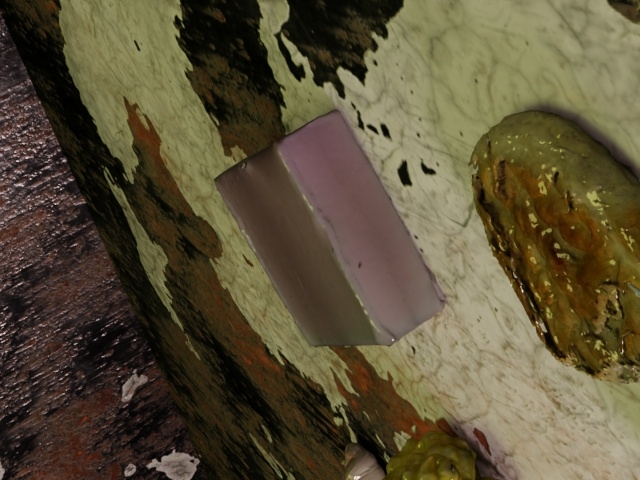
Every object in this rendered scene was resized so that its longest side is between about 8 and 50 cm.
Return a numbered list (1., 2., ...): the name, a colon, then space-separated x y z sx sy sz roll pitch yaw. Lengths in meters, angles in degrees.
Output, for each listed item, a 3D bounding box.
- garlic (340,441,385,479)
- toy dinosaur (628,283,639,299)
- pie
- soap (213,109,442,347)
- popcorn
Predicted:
1. garlic: 0.069 0.393 1.914 0.113 0.074 0.094 62 -164 10
2. toy dinosaur: 0.305 0.096 0.910 0.187 0.044 0.106 23 157 -3
3. pie: 0.225 0.009 1.026 0.274 0.055 0.274 50 157 29
4. soap: 0.000 0.000 1.472 0.285 0.107 0.296 62 161 -6
5. popcorn: 0.169 0.355 1.498 0.189 0.218 0.169 45 116 -6
